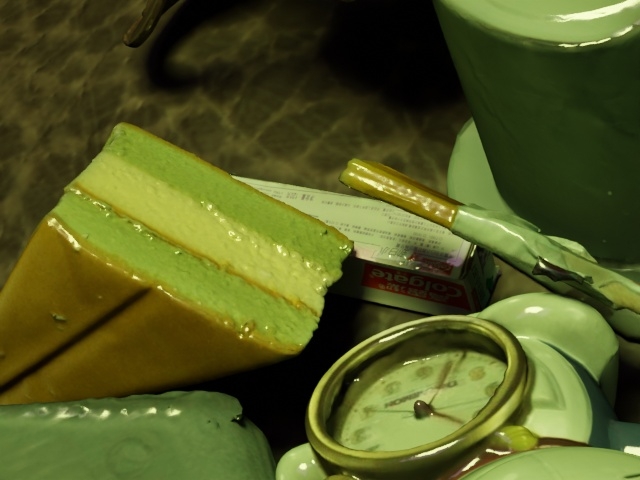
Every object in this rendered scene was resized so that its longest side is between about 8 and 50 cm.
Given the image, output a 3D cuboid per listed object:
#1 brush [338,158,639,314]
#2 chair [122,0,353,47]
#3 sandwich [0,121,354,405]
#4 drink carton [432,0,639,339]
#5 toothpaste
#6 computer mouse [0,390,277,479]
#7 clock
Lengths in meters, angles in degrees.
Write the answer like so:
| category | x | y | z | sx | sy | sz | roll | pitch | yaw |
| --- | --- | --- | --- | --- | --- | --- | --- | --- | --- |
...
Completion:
| category | x | y | z | sx | sy | sz | roll | pitch | yaw |
| --- | --- | --- | --- | --- | --- | --- | --- | --- | --- |
| brush | 0.166 | 0.035 | 0.641 | 0.336 | 0.085 | 0.020 | 25 | 95 | 12 |
| chair | 0.007 | -0.203 | 0.813 | 0.183 | 0.326 | 0.175 | 37 | 58 | 11 |
| sandwich | -0.098 | 0.052 | 0.754 | 0.144 | 0.187 | 0.117 | 33 | 36 | -3 |
| drink carton | 0.140 | -0.091 | 0.717 | 0.185 | 0.189 | 0.191 | -46 | 52 | -9 |
| toothpaste | 0.000 | 0.000 | 0.787 | 0.196 | 0.047 | 0.040 | 11 | 56 | 27 |
| computer mouse | -0.175 | 0.172 | 0.675 | 0.371 | 0.122 | 0.188 | -7 | 44 | 11 |
| clock | 0.090 | 0.126 | 0.571 | 0.199 | 0.146 | 0.243 | -16 | 31 | 0 |
